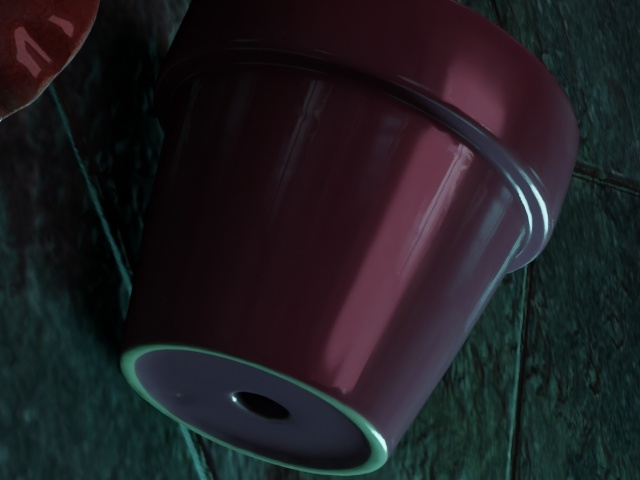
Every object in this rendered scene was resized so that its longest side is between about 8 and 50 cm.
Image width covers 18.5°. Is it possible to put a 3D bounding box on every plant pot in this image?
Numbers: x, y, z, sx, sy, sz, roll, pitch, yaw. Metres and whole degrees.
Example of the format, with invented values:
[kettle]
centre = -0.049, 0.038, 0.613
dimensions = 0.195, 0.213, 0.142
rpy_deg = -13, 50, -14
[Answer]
[plant pot]
centre = 0.000, 0.000, 0.899
dimensions = 0.201, 0.201, 0.180
rpy_deg = 50, 53, -46

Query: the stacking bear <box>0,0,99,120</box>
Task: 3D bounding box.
[stacking bear]
centre = -0.213, -0.152, 0.545
dimensions = 0.289, 0.175, 0.164
rpy_deg = 50, 24, -33
